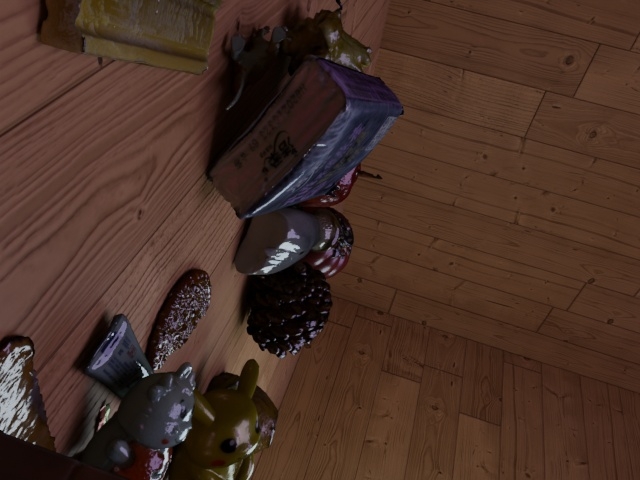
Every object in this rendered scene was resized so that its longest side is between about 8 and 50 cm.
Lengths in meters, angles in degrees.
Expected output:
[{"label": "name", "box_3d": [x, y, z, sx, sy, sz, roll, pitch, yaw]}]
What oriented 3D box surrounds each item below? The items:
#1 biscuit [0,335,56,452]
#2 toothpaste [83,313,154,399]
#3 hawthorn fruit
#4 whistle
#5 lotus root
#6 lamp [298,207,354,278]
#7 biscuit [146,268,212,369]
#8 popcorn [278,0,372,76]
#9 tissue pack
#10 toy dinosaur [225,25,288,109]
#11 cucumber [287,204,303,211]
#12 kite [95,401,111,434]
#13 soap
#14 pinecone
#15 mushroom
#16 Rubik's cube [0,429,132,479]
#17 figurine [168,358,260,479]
[{"label": "biscuit", "box_3d": [-0.309, 0.228, 0.447, 0.237, 0.013, 0.232, -65, 170, -53]}, {"label": "toothpaste", "box_3d": [-0.247, 0.187, 0.712, 0.069, 0.047, 0.268, -33, 154, -21]}, {"label": "hawthorn fruit", "box_3d": [0.024, -0.167, 1.220, 0.207, 0.243, 0.207, 15, 90, -82]}, {"label": "whistle", "box_3d": [-0.232, 0.259, 0.662, 0.102, 0.106, 0.253, 37, 87, -43]}, {"label": "lotus root", "box_3d": [-0.189, 0.429, 1.281, 0.199, 0.180, 0.188, 57, 46, -81]}, {"label": "lamp", "box_3d": [0.000, 0.000, 1.574, 0.227, 0.227, 0.226, 17, 90, -84]}, {"label": "biscuit", "box_3d": [-0.218, 0.113, 0.859, 0.206, 0.025, 0.126, -62, 167, -61]}, {"label": "popcorn", "box_3d": [0.008, -0.366, 1.026, 0.195, 0.174, 0.168, 15, 53, -59]}, {"label": "tissue pack", "box_3d": [-0.003, -0.171, 0.914, 0.259, 0.122, 0.361, -45, 172, 24]}, {"label": "toy dinosaur", "box_3d": [-0.110, -0.253, 0.791, 0.212, 0.057, 0.142, -58, -172, -22]}, {"label": "cucumber", "box_3d": [-0.072, -0.101, 1.389, 0.227, 0.069, 0.069, -71, 174, -49]}, {"label": "kite", "box_3d": [-0.299, 0.299, 0.720, 0.241, 0.014, 0.183, -41, 144, -78]}, {"label": "soap", "box_3d": [-0.157, -0.209, 0.496, 0.252, 0.037, 0.092, -53, 160, -74]}, {"label": "pinecone", "box_3d": [-0.080, 0.168, 1.350, 0.224, 0.224, 0.272, -60, 169, -64]}, {"label": "mushroom", "box_3d": [-0.064, -0.008, 1.228, 0.159, 0.122, 0.329, -33, 171, 22]}, {"label": "Rubik's cube", "box_3d": [-0.219, 0.334, 0.452, 0.231, 0.221, 0.224, 100, 10, -51]}, {"label": "figurine", "box_3d": [-0.205, 0.402, 1.081, 0.218, 0.169, 0.326, -17, 133, -54]}]
